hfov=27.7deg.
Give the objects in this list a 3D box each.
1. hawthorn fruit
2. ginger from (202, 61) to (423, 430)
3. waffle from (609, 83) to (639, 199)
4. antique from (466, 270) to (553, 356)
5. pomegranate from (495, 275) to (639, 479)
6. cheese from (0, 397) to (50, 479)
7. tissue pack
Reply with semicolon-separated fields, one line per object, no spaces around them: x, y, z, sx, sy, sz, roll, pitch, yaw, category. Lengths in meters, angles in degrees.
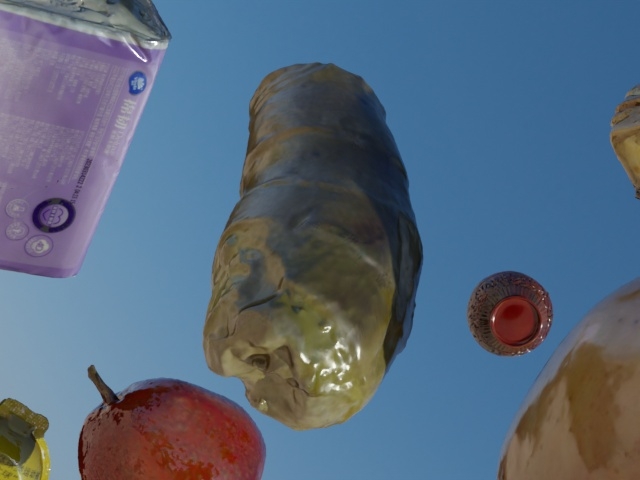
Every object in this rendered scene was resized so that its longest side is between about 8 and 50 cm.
-0.169;0.216;1.356;0.225;0.196;0.196;49;-15;-15;hawthorn fruit
0.000;0.000;0.743;0.263;0.116;0.109;-88;173;-50;ginger
0.460;-0.009;1.173;0.261;0.114;0.376;-22;-68;30;waffle
0.217;0.084;1.483;0.104;0.104;0.104;51;-22;30;antique
0.258;0.171;0.706;0.338;0.338;0.338;51;-22;30;pomegranate
-0.420;0.297;1.495;0.177;0.270;0.069;38;2;-32;cheese
-0.340;-0.143;1.443;0.338;0.242;0.160;-63;-147;27;tissue pack
